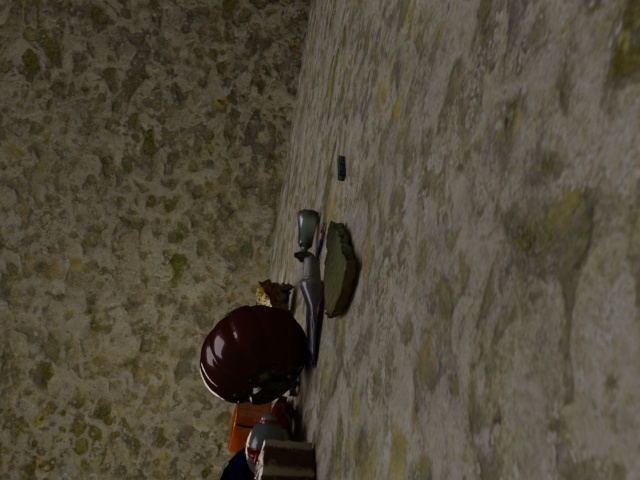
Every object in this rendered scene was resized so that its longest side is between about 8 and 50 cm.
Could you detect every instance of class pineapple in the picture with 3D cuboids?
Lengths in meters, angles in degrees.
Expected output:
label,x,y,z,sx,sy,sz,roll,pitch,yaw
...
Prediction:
label,x,y,z,sx,sy,sz,roll,pitch,yaw
pineapple,-0.140,0.244,2.113,0.140,0.164,0.250,41,137,32

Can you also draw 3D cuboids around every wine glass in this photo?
label,x,y,z,sx,sy,sz,roll,pitch,yaw
wine glass,-0.043,-0.015,1.782,0.072,0.072,0.156,115,162,-61

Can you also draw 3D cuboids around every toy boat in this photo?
label,x,y,z,sx,sy,sz,roll,pitch,yaw
toy boat,-0.200,0.668,1.597,0.318,0.071,0.219,55,-128,-65

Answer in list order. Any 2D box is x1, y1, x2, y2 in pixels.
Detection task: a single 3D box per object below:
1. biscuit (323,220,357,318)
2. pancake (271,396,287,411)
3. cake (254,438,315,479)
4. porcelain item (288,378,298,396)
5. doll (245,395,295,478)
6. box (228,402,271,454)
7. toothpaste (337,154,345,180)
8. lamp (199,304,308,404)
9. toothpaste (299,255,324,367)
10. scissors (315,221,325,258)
label,x,y,z,sx,sy,sz,roll,pitch,yaw
biscuit,0.036,0.075,1.284,0.274,0.036,0.187,-102,23,-65
pancake,-0.157,0.572,1.773,0.223,0.042,0.236,-63,-4,0
cake,-0.085,0.532,1.281,0.147,0.134,0.135,-105,26,-54
porcelain item,-0.081,0.417,1.700,0.028,0.036,0.083,-35,42,31
doll,-0.124,0.522,1.513,0.336,0.105,0.200,28,-108,-81
box,-0.286,0.677,2.387,0.341,0.143,0.225,-89,12,-48
toothpaste,0.054,-0.187,1.500,0.020,0.017,0.083,107,168,-44
lamp,-0.182,0.313,1.591,0.257,0.303,0.303,60,148,34
toothpaste,-0.023,0.183,1.509,0.099,0.068,0.283,10,-102,-69
scissors,0.000,0.000,1.666,0.039,0.012,0.113,-100,21,-65
